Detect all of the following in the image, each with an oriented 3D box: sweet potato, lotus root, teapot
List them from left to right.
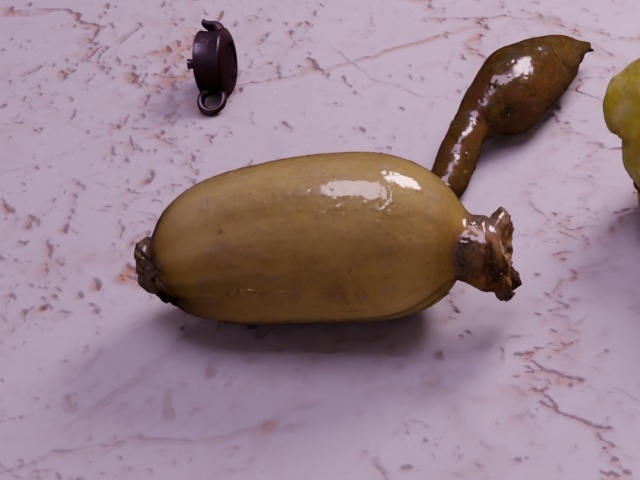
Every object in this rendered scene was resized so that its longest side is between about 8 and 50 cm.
[{"bbox_3d":[-0.107,-0.168,1.511,0.045,0.068,0.100,-2,72,14],"label":"teapot"},{"bbox_3d":[0.000,-0.002,1.209,0.303,0.131,0.146,-2,-6,11],"label":"lotus root"},{"bbox_3d":[0.161,-0.124,1.395,0.074,0.075,0.269,20,50,32],"label":"sweet potato"}]

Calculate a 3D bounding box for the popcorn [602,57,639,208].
[{"bbox_3d":[0.326,-0.098,1.230,0.203,0.200,0.226,14,41,18],"label":"popcorn"}]
